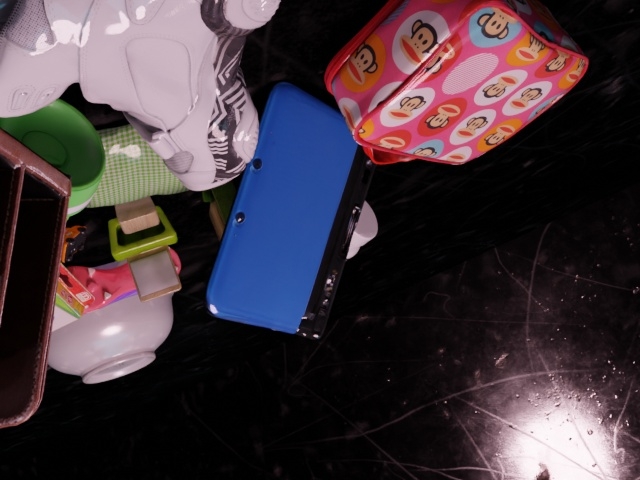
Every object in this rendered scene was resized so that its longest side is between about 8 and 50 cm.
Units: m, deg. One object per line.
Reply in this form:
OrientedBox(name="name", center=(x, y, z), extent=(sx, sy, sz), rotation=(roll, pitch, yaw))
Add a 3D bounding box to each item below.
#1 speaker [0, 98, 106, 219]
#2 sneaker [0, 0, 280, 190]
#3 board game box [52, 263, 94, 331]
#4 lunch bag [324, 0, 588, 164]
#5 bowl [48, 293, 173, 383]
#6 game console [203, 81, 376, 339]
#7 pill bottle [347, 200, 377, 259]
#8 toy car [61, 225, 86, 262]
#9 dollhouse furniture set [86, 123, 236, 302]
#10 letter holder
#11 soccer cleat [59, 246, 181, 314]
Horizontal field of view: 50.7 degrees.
OrientedBox(name="speaker", center=(-0.344, -0.025, 0.693), extent=(0.296, 0.131, 0.131), rotation=(-33, 162, 34))
OrientedBox(name="sneaker", center=(-0.159, -0.145, 0.540), extent=(0.210, 0.137, 0.366), rotation=(-15, 159, -20))
OrientedBox(name="board game box", center=(-0.479, 0.109, 1.007), extent=(0.259, 0.039, 0.124), rotation=(-27, 124, 9))
OrientedBox(name="lunch bag", center=(0.154, -0.184, 0.808), extent=(0.258, 0.120, 0.293), rotation=(-42, 153, 30))
OrientedBox(name="bowl", center=(-0.411, 0.192, 1.326), extent=(0.298, 0.134, 0.298), rotation=(-21, 164, -6))
OrientedBox(name="game console", center=(-0.042, -0.032, 0.915), extent=(0.173, 0.293, 0.250), rotation=(19, 177, -11))
OrientedBox(name="pill bottle", center=(0.000, 0.000, 1.277), extent=(0.208, 0.119, 0.119), rotation=(-34, 161, 37))
OrientedBox(name="toy car", center=(-0.344, -0.023, 0.905), extent=(0.041, 0.060, 0.122), rotation=(21, 139, 2))
OrientedBox(name="dollhouse furniture set", center=(-0.185, -0.026, 0.859), extent=(0.198, 0.151, 0.301), rotation=(-19, 164, -13))
OrientedBox(name="letter holder", center=(-0.367, 0.031, 0.486), extent=(0.302, 0.214, 0.152), rotation=(1, 166, 6))
OrientedBox(name="soccer cleat", center=(-0.350, 0.072, 1.112), extent=(0.248, 0.083, 0.095), rotation=(-19, 169, -24))
